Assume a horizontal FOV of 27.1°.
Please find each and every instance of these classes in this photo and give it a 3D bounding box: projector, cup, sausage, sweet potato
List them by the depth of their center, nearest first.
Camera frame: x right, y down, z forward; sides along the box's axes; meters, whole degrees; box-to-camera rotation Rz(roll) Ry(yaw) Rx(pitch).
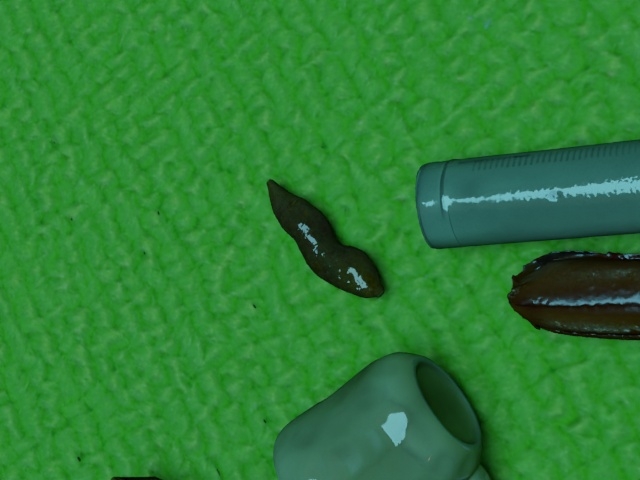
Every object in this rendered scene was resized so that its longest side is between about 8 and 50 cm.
[{"bbox_3d":[0.371,0.065,1.457,0.330,0.102,0.102,0,87,24],"label":"sausage"},{"bbox_3d":[0.280,-0.055,1.503,0.337,0.108,0.108,-5,85,25],"label":"projector"},{"bbox_3d":[0.091,0.275,1.537,0.202,0.173,0.255,-37,72,21],"label":"cup"},{"bbox_3d":[-0.002,0.003,1.664,0.218,0.051,0.065,44,109,22],"label":"sweet potato"}]

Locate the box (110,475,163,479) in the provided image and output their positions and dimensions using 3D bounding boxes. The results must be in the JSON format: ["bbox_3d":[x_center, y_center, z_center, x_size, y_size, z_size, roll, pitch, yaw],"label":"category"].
[{"bbox_3d":[-0.111,0.487,1.641,0.415,0.116,0.264,18,87,25],"label":"box"}]
